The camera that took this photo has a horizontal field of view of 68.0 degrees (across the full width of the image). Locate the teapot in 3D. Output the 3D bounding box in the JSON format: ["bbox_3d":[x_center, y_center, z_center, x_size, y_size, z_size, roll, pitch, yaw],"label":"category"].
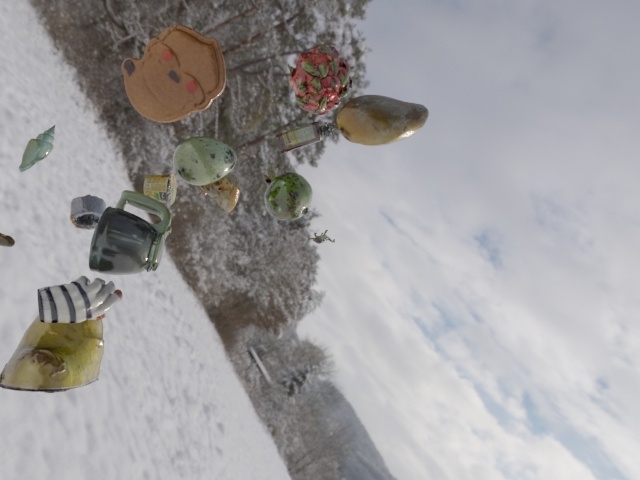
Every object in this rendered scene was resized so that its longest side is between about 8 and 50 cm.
[{"bbox_3d":[-0.686,-0.003,1.739,0.322,0.239,0.240,-100,-151,-59],"label":"teapot"}]

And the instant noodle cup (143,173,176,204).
[{"bbox_3d":[-0.760,-0.249,2.248,0.151,0.122,0.152,-173,-90,-88],"label":"instant noodle cup"}]

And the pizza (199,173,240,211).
[{"bbox_3d":[-0.443,-0.248,1.880,0.297,0.071,0.189,44,-43,-2],"label":"pizza"}]

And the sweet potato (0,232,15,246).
[{"bbox_3d":[-0.967,-0.017,1.400,0.182,0.053,0.054,27,-9,24],"label":"sweet potato"}]

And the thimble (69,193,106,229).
[{"bbox_3d":[-1.071,-0.130,2.190,0.127,0.151,0.118,103,-24,-50],"label":"thimble"}]

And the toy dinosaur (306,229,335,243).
[{"bbox_3d":[0.001,-0.015,1.951,0.037,0.180,0.058,2,-87,50],"label":"toy dinosaur"}]

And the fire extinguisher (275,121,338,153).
[{"bbox_3d":[-0.036,-0.398,1.787,0.106,0.252,0.075,13,61,-76],"label":"fire extinguisher"}]

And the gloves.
[{"bbox_3d":[-0.689,0.173,1.375,0.131,0.218,0.140,-5,-89,62],"label":"gloves"}]

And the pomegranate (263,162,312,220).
[{"bbox_3d":[-0.150,-0.195,1.935,0.263,0.211,0.211,44,-15,12],"label":"pomegranate"}]

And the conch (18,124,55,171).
[{"bbox_3d":[-0.881,-0.290,1.477,0.088,0.180,0.065,19,-17,44],"label":"conch"}]

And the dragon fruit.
[{"bbox_3d":[0.003,-0.660,1.939,0.237,0.303,0.231,-2,-36,40],"label":"dragon fruit"}]

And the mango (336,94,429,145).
[{"bbox_3d":[0.212,-0.405,1.596,0.146,0.316,0.193,93,-9,-54],"label":"mango"}]

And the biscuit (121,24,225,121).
[{"bbox_3d":[-0.606,-0.693,2.002,0.350,0.455,0.078,54,7,-13],"label":"biscuit"}]

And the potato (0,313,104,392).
[{"bbox_3d":[-0.871,0.320,1.559,0.397,0.289,0.296,95,-2,-80],"label":"potato"}]

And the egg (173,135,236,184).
[{"bbox_3d":[-0.419,-0.292,1.725,0.177,0.228,0.177,170,-90,-84],"label":"egg"}]
